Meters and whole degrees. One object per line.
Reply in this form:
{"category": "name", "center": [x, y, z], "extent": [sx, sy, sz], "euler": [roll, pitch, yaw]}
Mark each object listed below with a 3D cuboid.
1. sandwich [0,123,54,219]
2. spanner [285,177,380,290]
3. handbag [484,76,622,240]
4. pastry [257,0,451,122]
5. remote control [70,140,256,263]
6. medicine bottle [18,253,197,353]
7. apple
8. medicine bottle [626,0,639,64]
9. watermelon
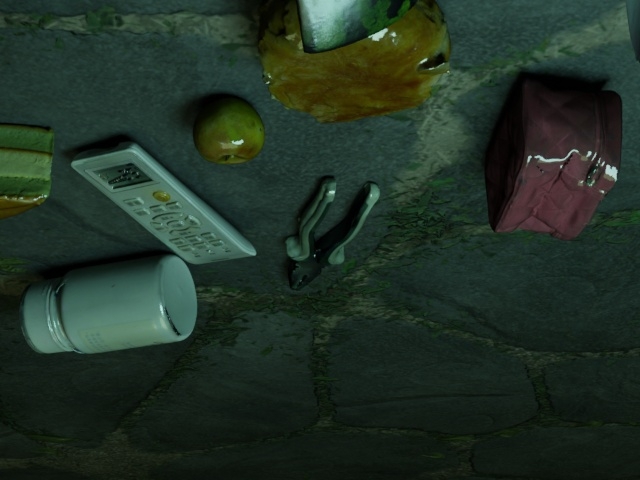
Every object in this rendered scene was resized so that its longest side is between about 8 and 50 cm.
{"category": "sandwich", "center": [-0.440, -0.071, 1.330], "extent": [0.188, 0.117, 0.144], "euler": [2, 155, -9]}
{"category": "spanner", "center": [0.000, 0.000, 1.555], "extent": [0.096, 0.040, 0.325], "euler": [6, 150, -14]}
{"category": "handbag", "center": [0.288, -0.096, 1.270], "extent": [0.136, 0.146, 0.225], "euler": [7, 152, -2]}
{"category": "pastry", "center": [0.024, -0.208, 1.095], "extent": [0.219, 0.100, 0.229], "euler": [-18, 153, 38]}
{"category": "remote control", "center": [-0.210, -0.052, 1.445], "extent": [0.109, 0.055, 0.313], "euler": [-8, 148, 28]}
{"category": "medicine bottle", "center": [-0.340, 0.107, 1.641], "extent": [0.258, 0.143, 0.143], "euler": [-10, 151, 15]}
{"category": "apple", "center": [-0.112, -0.132, 1.263], "extent": [0.090, 0.074, 0.089], "euler": [-1, 155, 0]}
{"category": "medicine bottle", "center": [0.430, -0.251, 0.967], "extent": [0.254, 0.152, 0.152], "euler": [-4, 152, 7]}
{"category": "watermelon", "center": [0.048, -0.278, 0.959], "extent": [0.146, 0.137, 0.192], "euler": [-1, 110, 2]}
